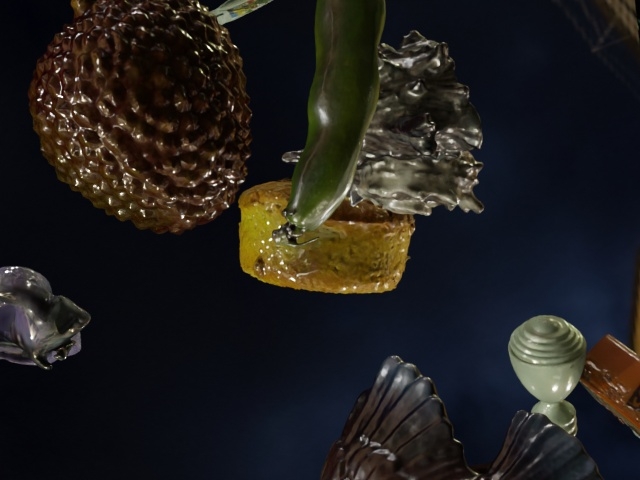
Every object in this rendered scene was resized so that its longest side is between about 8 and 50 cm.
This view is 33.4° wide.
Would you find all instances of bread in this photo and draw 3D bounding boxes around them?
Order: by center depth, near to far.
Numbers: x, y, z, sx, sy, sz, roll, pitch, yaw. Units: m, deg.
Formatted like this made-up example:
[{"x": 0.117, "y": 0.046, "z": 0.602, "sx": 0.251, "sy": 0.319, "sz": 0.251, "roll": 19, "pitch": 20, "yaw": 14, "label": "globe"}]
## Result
[{"x": -0.004, "y": -0.003, "z": 1.492, "sx": 0.261, "sy": 0.147, "sz": 0.160, "roll": 10, "pitch": -76, "yaw": 7, "label": "bread"}]

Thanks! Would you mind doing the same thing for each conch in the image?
[{"x": 0.098, "y": -0.111, "z": 1.264, "sx": 0.241, "sy": 0.313, "sz": 0.186, "roll": 33, "pitch": -119, "yaw": 4, "label": "conch"}]

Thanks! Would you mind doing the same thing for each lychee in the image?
[{"x": -0.183, "y": -0.137, "z": 1.113, "sx": 0.236, "sy": 0.236, "sz": 0.271, "roll": -22, "pitch": -94, "yaw": -30, "label": "lychee"}]

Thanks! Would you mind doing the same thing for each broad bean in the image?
[{"x": 0.014, "y": -0.118, "z": 0.813, "sx": 0.046, "sy": 0.065, "sz": 0.254, "roll": 23, "pitch": -106, "yaw": -54, "label": "broad bean"}]

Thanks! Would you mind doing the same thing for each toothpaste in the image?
[{"x": -0.043, "y": -0.375, "z": 1.507, "sx": 0.255, "sy": 0.067, "sz": 0.037, "roll": -28, "pitch": -96, "yaw": 6, "label": "toothpaste"}]

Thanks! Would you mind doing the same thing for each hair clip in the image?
[{"x": -0.226, "y": 0.066, "z": 0.707, "sx": 0.124, "sy": 0.195, "sz": 0.052, "roll": 41, "pitch": -131, "yaw": -43, "label": "hair clip"}]

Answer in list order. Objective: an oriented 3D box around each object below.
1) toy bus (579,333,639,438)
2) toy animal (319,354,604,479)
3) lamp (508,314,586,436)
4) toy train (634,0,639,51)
[{"x": 0.483, "y": 0.257, "z": 1.354, "sx": 0.093, "sy": 0.409, "sz": 0.092, "roll": -48, "pitch": -55, "yaw": -1, "label": "toy bus"}, {"x": 0.066, "y": 0.179, "z": 0.615, "sx": 0.179, "sy": 0.116, "sz": 0.218, "roll": -29, "pitch": -105, "yaw": -22, "label": "toy animal"}, {"x": 0.317, "y": 0.192, "z": 1.472, "sx": 0.106, "sy": 0.106, "sz": 0.193, "roll": -26, "pitch": -61, "yaw": -30, "label": "lamp"}, {"x": 0.260, "y": -0.218, "z": 0.793, "sx": 0.042, "sy": 0.044, "sz": 0.209, "roll": -35, "pitch": -49, "yaw": -19, "label": "toy train"}]
